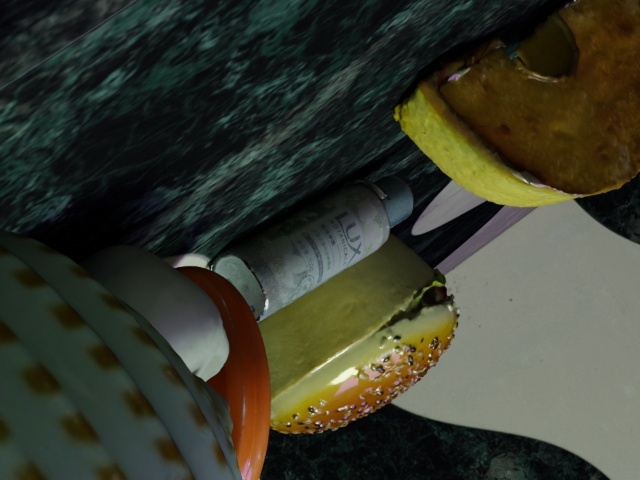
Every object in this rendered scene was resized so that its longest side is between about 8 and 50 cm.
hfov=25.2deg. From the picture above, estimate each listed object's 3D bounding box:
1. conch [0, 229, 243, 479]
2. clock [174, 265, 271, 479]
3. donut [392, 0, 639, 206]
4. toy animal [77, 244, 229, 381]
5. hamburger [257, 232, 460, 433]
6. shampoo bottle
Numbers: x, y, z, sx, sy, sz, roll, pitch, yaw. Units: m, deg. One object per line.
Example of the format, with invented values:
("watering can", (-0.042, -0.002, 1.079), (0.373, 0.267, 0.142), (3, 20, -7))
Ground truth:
("conch", (-0.190, 0.112, 0.510), (0.319, 0.215, 0.303), (0, 153, -18))
("clock", (-0.102, 0.120, 1.038), (0.051, 0.205, 0.205), (6, 146, -34))
("donut", (0.183, -0.098, 1.142), (0.259, 0.152, 0.101), (-28, 176, -39))
("toy animal", (-0.170, 0.139, 0.902), (0.357, 0.194, 0.258), (-49, 162, 27))
("hamburger", (0.037, 0.123, 1.737), (0.300, 0.176, 0.300), (-35, 173, -5))
("shampoo bottle", (0.000, 0.000, 1.225), (0.214, 0.072, 0.072), (-30, 170, -42))
